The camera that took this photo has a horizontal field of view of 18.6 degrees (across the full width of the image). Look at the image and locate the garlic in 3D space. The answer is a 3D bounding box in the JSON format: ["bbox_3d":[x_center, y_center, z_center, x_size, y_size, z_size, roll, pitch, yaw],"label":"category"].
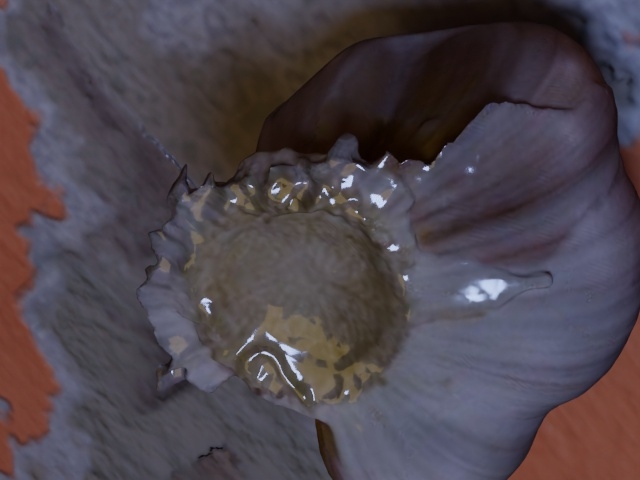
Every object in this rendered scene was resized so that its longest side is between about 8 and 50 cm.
[{"bbox_3d":[0.000,0.000,0.807,0.256,0.207,0.207,13,127,44],"label":"garlic"}]
